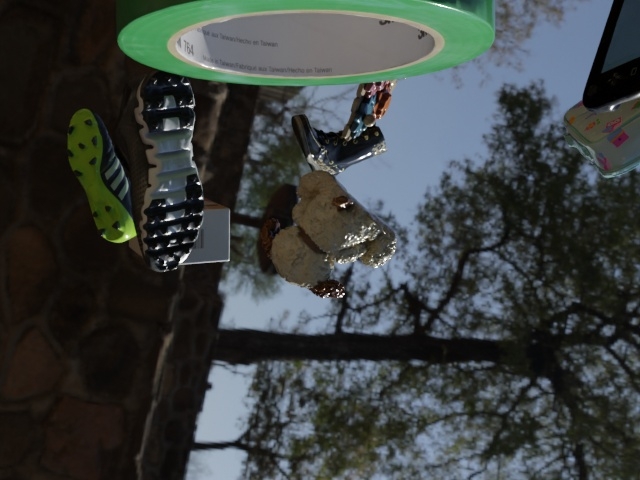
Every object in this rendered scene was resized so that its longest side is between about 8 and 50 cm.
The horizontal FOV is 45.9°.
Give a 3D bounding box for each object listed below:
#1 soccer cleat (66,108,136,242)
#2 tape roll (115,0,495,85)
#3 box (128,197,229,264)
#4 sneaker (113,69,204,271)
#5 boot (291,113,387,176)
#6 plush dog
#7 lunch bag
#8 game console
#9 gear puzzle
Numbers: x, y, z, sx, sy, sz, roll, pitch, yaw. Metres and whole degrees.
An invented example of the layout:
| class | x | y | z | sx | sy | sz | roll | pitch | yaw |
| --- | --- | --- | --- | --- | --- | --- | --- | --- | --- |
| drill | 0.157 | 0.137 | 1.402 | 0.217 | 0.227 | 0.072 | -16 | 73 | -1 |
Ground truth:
| class | x | y | z | sx | sy | sz | roll | pitch | yaw |
| --- | --- | --- | --- | --- | --- | --- | --- | --- | --- |
| soccer cleat | -0.282 | -0.084 | 0.994 | 0.072 | 0.060 | 0.179 | -22 | 97 | -71 |
| tape roll | -0.012 | -0.201 | 0.655 | 0.321 | 0.321 | 0.077 | 179 | -90 | -76 |
| box | -0.241 | -0.021 | 1.273 | 0.170 | 0.130 | 0.091 | 22 | -67 | 60 |
| sneaker | -0.189 | -0.083 | 0.868 | 0.106 | 0.078 | 0.234 | 23 | -61 | 49 |
| boot | 0.043 | -0.230 | 1.672 | 0.236 | 0.178 | 0.085 | 59 | 8 | -60 |
| plush dog | 0.000 | 0.000 | 1.570 | 0.225 | 0.262 | 0.210 | -49 | 173 | 9 |
| lunch bag | 0.604 | -0.237 | 1.495 | 0.224 | 0.108 | 0.279 | -36 | -167 | 17 |
| game console | 0.388 | -0.305 | 0.848 | 0.361 | 0.044 | 0.213 | -67 | -167 | -20 |
| gear puzzle | 0.137 | -0.294 | 1.389 | 0.339 | 0.044 | 0.175 | -47 | 161 | -55 |
